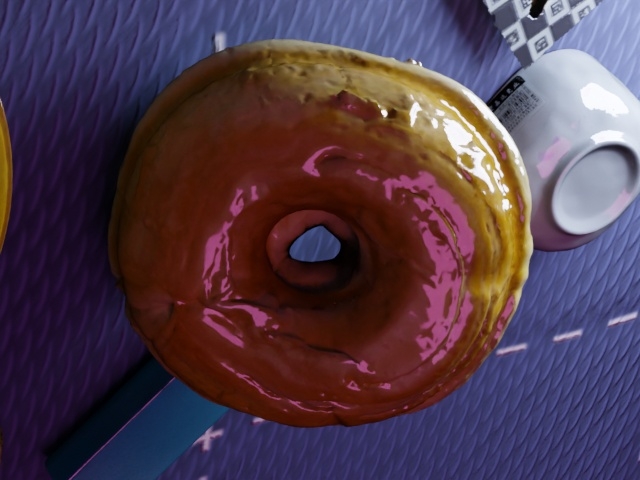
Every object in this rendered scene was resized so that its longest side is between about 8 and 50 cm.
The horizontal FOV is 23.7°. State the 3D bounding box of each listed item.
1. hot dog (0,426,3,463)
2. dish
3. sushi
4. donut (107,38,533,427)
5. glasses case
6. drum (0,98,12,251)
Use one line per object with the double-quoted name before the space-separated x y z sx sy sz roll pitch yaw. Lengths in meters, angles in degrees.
"hot dog" -0.381 0.232 1.696 0.056 0.041 0.133 -9 133 -25
"dish" 0.298 -0.091 1.823 0.256 0.117 0.256 -16 129 -22
"sushi" 0.263 -0.301 1.713 0.201 0.031 0.139 -41 132 -4
"donut" 0.000 0.000 1.575 0.448 0.198 0.449 0 109 0
"glasses case" -0.177 0.185 1.768 0.301 0.070 0.117 -44 139 1
"drum" -0.479 -0.055 1.253 0.431 0.214 0.431 -15 116 -34
